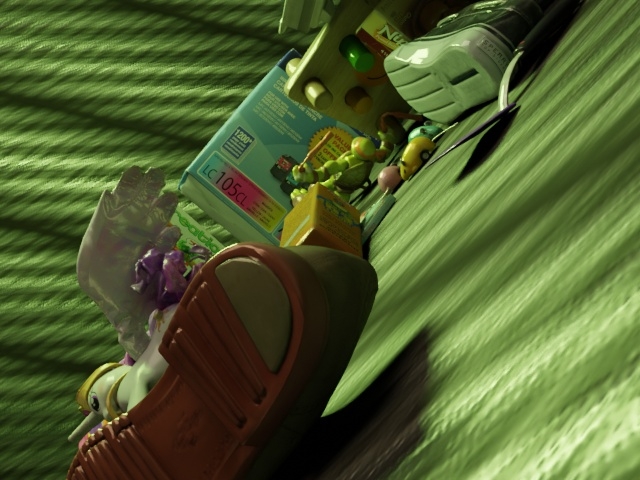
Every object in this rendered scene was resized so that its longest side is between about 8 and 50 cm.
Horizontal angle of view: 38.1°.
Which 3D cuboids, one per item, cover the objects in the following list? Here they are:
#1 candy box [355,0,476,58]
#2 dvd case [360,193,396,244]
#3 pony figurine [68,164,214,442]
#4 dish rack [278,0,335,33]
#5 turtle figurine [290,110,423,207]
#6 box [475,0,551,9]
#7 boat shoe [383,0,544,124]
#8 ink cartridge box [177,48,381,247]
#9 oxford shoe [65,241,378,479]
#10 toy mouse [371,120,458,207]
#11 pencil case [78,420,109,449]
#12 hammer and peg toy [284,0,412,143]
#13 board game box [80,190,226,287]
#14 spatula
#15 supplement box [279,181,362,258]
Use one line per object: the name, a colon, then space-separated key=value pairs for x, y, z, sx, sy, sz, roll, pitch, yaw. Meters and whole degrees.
candy box: x=0.218 y=-0.374 z=1.405 sx=0.316 sy=0.183 sz=0.087 roll=-53 pitch=7 yaw=-22
dvd case: x=0.052 y=-0.012 z=1.233 sx=0.087 sy=0.013 sz=0.119 roll=-53 pitch=5 yaw=-23
pony figurine: x=-0.175 y=0.117 z=1.116 sx=0.351 sy=0.302 sz=0.363 roll=-60 pitch=23 yaw=-13
dish rack: x=0.031 y=-0.457 z=1.367 sx=0.333 sy=0.072 sz=0.286 roll=127 pitch=167 yaw=-81
turtle figurine: x=0.052 y=-0.118 z=1.565 sx=0.269 sy=0.087 sz=0.217 roll=-28 pitch=-12 yaw=-34
box: x=0.239 y=-0.450 z=1.280 sx=0.143 sy=0.270 sz=0.165 roll=-54 pitch=6 yaw=-37
boat shoe: x=0.188 y=-0.232 z=1.191 sx=0.119 sy=0.121 sz=0.335 roll=-43 pitch=15 yaw=-9
ink cartridge box: x=-0.053 y=-0.178 z=1.818 sx=0.395 sy=0.270 sz=0.151 roll=-53 pitch=8 yaw=-21
oxford shoe: x=-0.080 y=0.167 z=0.729 sx=0.146 sy=0.140 sz=0.397 roll=-4 pitch=-42 yaw=-53
toy mouse: x=0.119 y=-0.116 z=1.275 sx=0.161 sy=0.031 sz=0.143 roll=-49 pitch=6 yaw=11
pencil case: x=-0.359 y=0.341 z=1.774 sx=0.236 sy=0.104 sz=0.104 roll=-47 pitch=6 yaw=13
hammer and peg toy: x=0.133 y=-0.346 z=1.560 sx=0.361 sy=0.266 sz=0.127 roll=-53 pitch=44 yaw=19
board game box: x=-0.233 y=0.052 z=1.570 sx=0.053 sy=0.305 sz=0.193 roll=-43 pitch=9 yaw=34
spatula: x=0.209 y=-0.179 z=0.992 sx=0.296 sy=0.030 sz=0.084 roll=-53 pitch=7 yaw=-27
supplement box: x=0.000 y=0.000 z=1.138 sx=0.080 sy=0.078 sz=0.233 roll=-52 pitch=10 yaw=12
